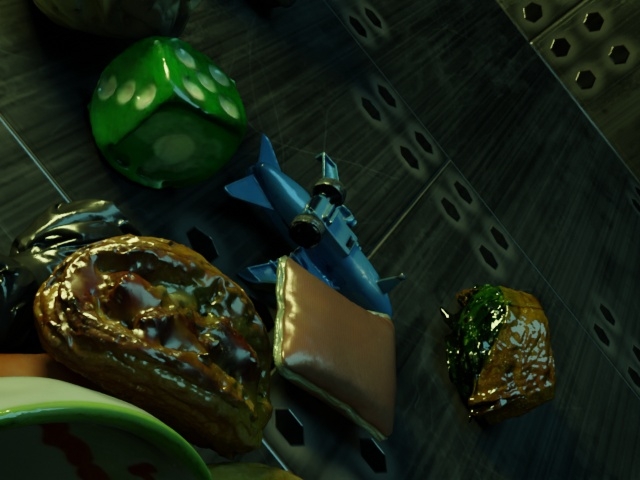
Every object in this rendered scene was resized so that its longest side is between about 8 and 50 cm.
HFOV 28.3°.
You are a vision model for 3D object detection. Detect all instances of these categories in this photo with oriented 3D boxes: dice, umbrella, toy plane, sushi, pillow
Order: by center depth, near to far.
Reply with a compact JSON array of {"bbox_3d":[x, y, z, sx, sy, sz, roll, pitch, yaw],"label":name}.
[{"bbox_3d":[-0.267,0.049,1.041,0.118,0.118,0.340,56,35,6],"label":"umbrella"},{"bbox_3d":[-0.167,-0.139,1.389,0.131,0.128,0.120,25,36,-43],"label":"dice"},{"bbox_3d":[0.012,0.121,1.418,0.179,0.075,0.171,35,38,-29],"label":"pillow"},{"bbox_3d":[0.000,0.000,1.531,0.271,0.105,0.254,43,41,-11],"label":"toy plane"},{"bbox_3d":[0.236,0.127,1.728,0.287,0.140,0.149,-95,177,-48],"label":"sushi"}]

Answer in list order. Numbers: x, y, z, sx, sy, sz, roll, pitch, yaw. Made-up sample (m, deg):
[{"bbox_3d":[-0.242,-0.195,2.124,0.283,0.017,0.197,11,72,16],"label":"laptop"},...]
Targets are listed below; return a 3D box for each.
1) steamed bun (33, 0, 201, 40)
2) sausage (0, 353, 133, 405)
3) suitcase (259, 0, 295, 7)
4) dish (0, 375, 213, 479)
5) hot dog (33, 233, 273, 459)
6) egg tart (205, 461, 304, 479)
[{"bbox_3d":[-0.193,-0.325,1.405,0.268,0.280,0.207,103,-31,-70],"label":"steamed bun"},{"bbox_3d":[-0.206,0.133,1.038,0.300,0.083,0.089,1,68,-55],"label":"sausage"},{"bbox_3d":[-0.137,-0.545,1.885,0.345,0.188,0.339,22,40,-43],"label":"suitcase"},{"bbox_3d":[-0.222,0.201,0.729,0.324,0.324,0.124,20,13,-49],"label":"dish"},{"bbox_3d":[-0.123,0.085,1.029,0.226,0.099,0.161,29,35,-32],"label":"hot dog"},{"bbox_3d":[-0.048,0.339,0.989,0.341,0.129,0.341,41,28,-27],"label":"egg tart"}]
